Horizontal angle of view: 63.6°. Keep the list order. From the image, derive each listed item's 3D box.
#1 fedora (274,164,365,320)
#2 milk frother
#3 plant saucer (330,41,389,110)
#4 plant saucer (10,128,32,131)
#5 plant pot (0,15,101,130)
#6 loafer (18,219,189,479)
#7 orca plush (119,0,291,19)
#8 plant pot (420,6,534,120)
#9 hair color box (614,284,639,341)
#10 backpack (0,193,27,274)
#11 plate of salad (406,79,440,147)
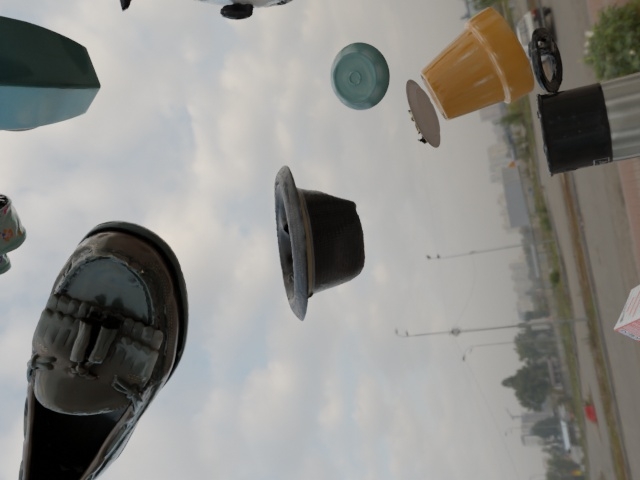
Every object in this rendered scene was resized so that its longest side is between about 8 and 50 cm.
[{"bbox_3d":[0.000,0.000,1.032,0.334,0.152,0.334,172,90,-80],"label":"fedora"},{"bbox_3d":[0.279,-0.149,0.498,0.129,0.135,0.143,-45,-58,-60],"label":"milk frother"},{"bbox_3d":[0.066,-0.295,0.935,0.021,0.119,0.119,-38,-65,-55],"label":"plant saucer"},{"bbox_3d":[-0.840,-0.427,1.376,0.041,0.278,0.278,-122,9,-64],"label":"plant saucer"},{"bbox_3d":[-0.585,-0.328,1.037,0.234,0.165,0.165,-12,-105,-47],"label":"plant pot"},{"bbox_3d":[-0.163,0.111,0.370,0.084,0.096,0.267,-77,11,-57],"label":"loafer"},{"bbox_3d":[-0.175,-0.401,0.832,0.102,0.287,0.151,148,103,-77],"label":"orca plush"},{"bbox_3d":[0.333,-0.369,1.144,0.205,0.188,0.205,55,-166,-21],"label":"plant pot"},{"bbox_3d":[0.585,0.113,0.896,0.093,0.053,0.167,-58,-15,-14],"label":"hair color box"},{"bbox_3d":[-0.796,-0.002,1.143,0.253,0.225,0.191,-37,-53,-33],"label":"backpack"},{"bbox_3d":[0.276,-0.344,1.416,0.200,0.048,0.200,33,-133,-45],"label":"plate of salad"}]
